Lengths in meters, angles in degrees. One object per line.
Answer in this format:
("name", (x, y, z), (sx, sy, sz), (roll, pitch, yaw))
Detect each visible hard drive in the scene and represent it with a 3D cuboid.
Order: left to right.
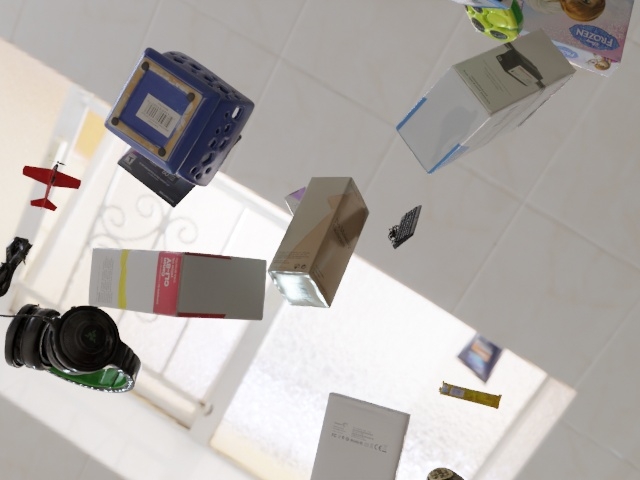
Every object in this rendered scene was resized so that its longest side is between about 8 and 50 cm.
("hard drive", (0.087, 0.555, 2.100), (0.210, 0.319, 0.040), (12, 179, 22))

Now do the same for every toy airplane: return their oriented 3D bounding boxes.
("toy airplane", (-0.690, -0.136, 2.171), (0.151, 0.151, 0.028), (15, -158, -29))

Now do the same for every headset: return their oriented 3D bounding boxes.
("headset", (-0.504, 0.167, 1.674), (0.243, 0.185, 0.394), (-1, 146, 28))

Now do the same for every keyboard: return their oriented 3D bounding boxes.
("keyboard", (0.209, -0.038, 2.222), (0.038, 0.100, 0.192), (45, -154, -8))

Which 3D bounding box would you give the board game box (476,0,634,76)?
("board game box", (0.545, -0.561, 1.929), (0.318, 0.318, 0.066), (18, 159, 0))

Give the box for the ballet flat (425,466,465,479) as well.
("ballet flat", (0.247, 0.483, 1.532), (0.084, 0.058, 0.250), (-18, -153, -2))

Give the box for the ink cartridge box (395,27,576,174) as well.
("ink cartridge box", (0.339, -0.287, 1.752), (0.307, 0.223, 0.129), (-28, -102, -37))

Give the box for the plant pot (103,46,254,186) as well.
("plant pot", (-0.319, -0.275, 1.881), (0.236, 0.236, 0.212), (35, -170, 11))

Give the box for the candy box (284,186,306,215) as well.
("candy box", (-0.033, -0.065, 2.420), (0.165, 0.070, 0.196), (62, -179, -2))

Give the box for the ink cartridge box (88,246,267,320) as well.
("ink cartridge box", (-0.367, 0.106, 2.165), (0.384, 0.160, 0.279), (2, 177, 43))

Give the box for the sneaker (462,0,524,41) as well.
("sneaker", (0.283, -0.459, 1.431), (0.123, 0.109, 0.296), (-15, -122, -4))

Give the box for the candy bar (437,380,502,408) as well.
("candy bar", (0.371, 0.382, 2.120), (0.161, 0.040, 0.018), (14, -168, -3))

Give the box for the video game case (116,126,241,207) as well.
("video game case", (-0.369, -0.238, 2.241), (0.196, 0.274, 0.026), (40, -162, -22))

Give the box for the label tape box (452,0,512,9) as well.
("label tape box", (0.206, -0.523, 1.167), (0.249, 0.348, 0.115), (7, -166, -46))

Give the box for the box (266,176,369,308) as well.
("box", (0.000, 0.000, 2.102), (0.121, 0.148, 0.311), (2, -128, 31))
